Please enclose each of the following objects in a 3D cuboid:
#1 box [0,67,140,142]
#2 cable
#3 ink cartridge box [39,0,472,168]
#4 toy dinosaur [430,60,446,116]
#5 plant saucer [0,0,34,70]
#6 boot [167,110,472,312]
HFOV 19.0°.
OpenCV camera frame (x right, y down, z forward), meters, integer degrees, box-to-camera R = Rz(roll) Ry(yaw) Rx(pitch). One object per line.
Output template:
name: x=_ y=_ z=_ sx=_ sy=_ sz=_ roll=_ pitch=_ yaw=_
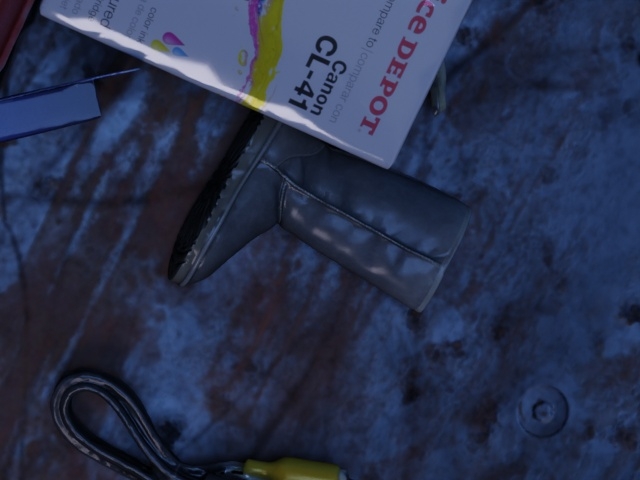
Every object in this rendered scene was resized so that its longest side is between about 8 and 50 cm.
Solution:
box: x=-0.253 y=-0.095 z=1.508 sx=0.225 sy=0.136 sz=0.036 roll=-15 pitch=96 yaw=-9
cable: x=-0.104 y=0.209 z=1.619 sx=0.287 sy=0.072 sz=0.139 roll=26 pitch=106 yaw=0
ink cartridge box: x=-0.037 y=-0.224 z=1.511 sx=0.306 sy=0.131 sz=0.226 roll=24 pitch=106 yaw=-7
toy dinosaur: x=0.073 y=-0.248 z=1.602 sx=0.118 sy=0.064 sz=0.268 roll=-33 pitch=101 yaw=3
plant saucer: x=-0.320 y=-0.298 z=1.502 sx=0.259 sy=0.047 sz=0.258 roll=24 pitch=103 yaw=-12
boot: x=0.000 y=0.001 z=1.607 sx=0.208 sy=0.076 sz=0.189 roll=33 pitch=90 yaw=-18
